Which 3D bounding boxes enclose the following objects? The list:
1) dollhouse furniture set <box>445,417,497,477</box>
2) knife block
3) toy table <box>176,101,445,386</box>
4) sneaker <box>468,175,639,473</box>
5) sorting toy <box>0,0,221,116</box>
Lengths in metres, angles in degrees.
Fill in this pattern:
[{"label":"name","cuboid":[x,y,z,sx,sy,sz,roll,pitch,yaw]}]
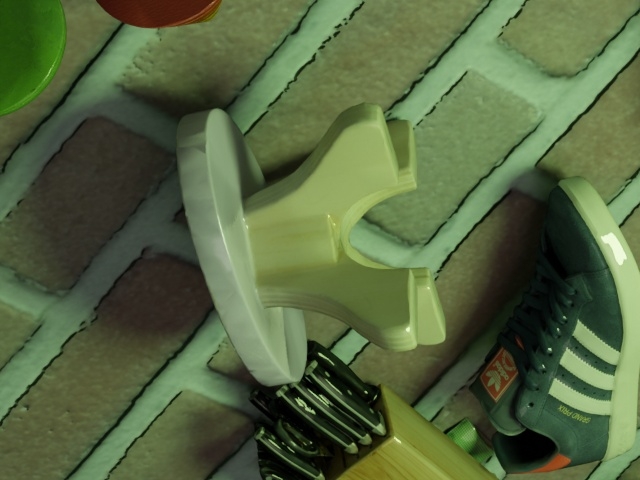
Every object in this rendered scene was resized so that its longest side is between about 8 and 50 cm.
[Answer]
[{"label":"dollhouse furniture set","cuboid":[0.161,0.254,1.981,0.076,0.058,0.151,-35,130,11]},{"label":"knife block","cuboid":[0.070,0.199,1.864,0.276,0.088,0.242,-1,123,-6]},{"label":"toy table","cuboid":[0.000,0.000,1.617,0.161,0.252,0.274,-10,144,12]},{"label":"sneaker","cuboid":[0.211,0.097,1.818,0.148,0.131,0.350,-17,132,-9]},{"label":"sorting toy","cuboid":[-0.217,-0.149,1.525,0.365,0.127,0.126,-24,161,7]}]
